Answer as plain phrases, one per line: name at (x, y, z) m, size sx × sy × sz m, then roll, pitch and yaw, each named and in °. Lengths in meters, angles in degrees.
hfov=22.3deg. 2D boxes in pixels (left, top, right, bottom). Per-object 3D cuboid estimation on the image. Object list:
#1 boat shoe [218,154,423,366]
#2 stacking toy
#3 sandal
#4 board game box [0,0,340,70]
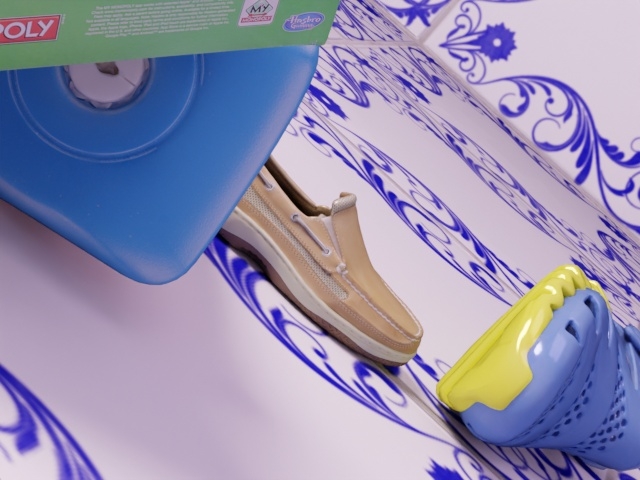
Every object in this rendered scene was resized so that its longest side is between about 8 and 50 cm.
boat shoe at (0.000, 0.000, 1.028) m, size 0.190 × 0.072 × 0.068 m, roll 40°, pitch 14°, yaw -7°
stacking toy at (-0.102, -0.082, 0.915) m, size 0.175 × 0.165 × 0.302 m, roll 32°, pitch -1°, yaw 0°
sandal at (0.181, 0.100, 1.124) m, size 0.138 × 0.126 × 0.317 m, roll 49°, pitch 17°, yaw 14°
board game box at (-0.173, -0.157, 0.697) m, size 0.317 × 0.046 × 0.213 m, roll -8°, pitch 51°, yaw -28°
